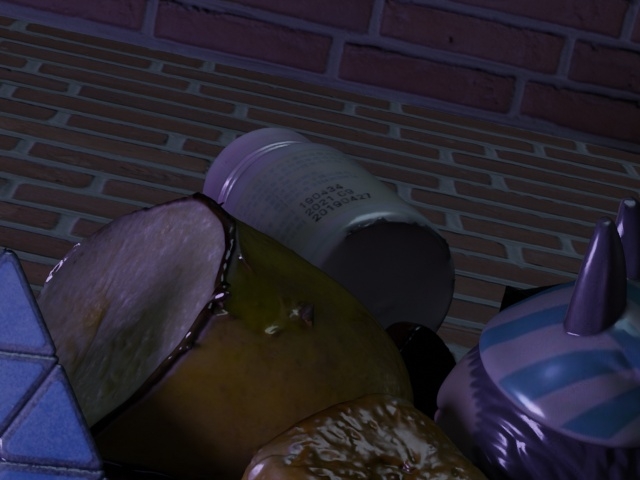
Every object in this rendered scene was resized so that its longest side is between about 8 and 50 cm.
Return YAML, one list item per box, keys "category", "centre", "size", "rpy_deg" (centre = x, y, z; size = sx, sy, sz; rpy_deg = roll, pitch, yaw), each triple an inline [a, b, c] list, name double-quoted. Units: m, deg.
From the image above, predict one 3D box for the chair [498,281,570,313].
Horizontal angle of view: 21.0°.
- category: "chair"
  centre: [0.261, 0.143, 2.019]
  size: [0.141, 0.154, 0.260]
  rpy_deg: [26, 19, 38]

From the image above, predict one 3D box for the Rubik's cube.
- category: "Rubik's cube"
  centre: [-0.301, 0.181, 1.511]
  size: [0.229, 0.228, 0.233]
  rpy_deg: [46, 32, -46]

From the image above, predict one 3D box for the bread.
- category: "bread"
  centre: [0.053, 0.270, 1.444]
  size: [0.195, 0.176, 0.246]
  rpy_deg: [-15, 46, -36]

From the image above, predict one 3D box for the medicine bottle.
- category: "medicine bottle"
  centre: [0.000, 0.000, 2.165]
  size: [0.213, 0.213, 0.379]
  rpy_deg: [4, 20, -25]

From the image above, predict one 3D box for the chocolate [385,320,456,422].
- category: "chocolate"
  centre: [0.081, 0.152, 1.935]
  size: [0.149, 0.125, 0.080]
  rpy_deg: [-8, 10, -39]

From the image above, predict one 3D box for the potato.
- category: "potato"
  centre: [-0.100, 0.146, 1.726]
  size: [0.296, 0.290, 0.397]
  rpy_deg: [36, -34, -26]

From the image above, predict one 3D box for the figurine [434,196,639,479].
- category: "figurine"
  centre: [0.232, 0.165, 1.490]
  size: [0.266, 0.377, 0.361]
  rpy_deg: [-19, 33, -18]
